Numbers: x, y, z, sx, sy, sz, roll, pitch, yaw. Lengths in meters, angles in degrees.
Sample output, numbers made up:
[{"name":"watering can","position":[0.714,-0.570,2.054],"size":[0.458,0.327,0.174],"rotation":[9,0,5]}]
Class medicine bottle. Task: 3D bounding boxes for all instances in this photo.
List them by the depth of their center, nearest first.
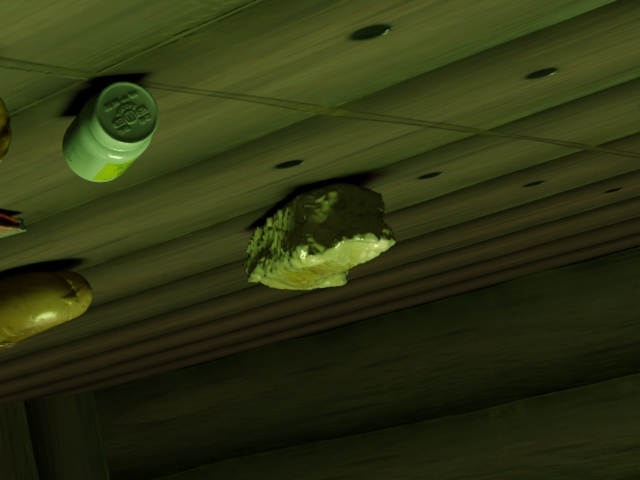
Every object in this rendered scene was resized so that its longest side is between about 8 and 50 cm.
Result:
[{"name":"medicine bottle","position":[-0.132,-0.068,0.837],"size":[0.047,0.047,0.083],"rotation":[-8,172,-25]}]

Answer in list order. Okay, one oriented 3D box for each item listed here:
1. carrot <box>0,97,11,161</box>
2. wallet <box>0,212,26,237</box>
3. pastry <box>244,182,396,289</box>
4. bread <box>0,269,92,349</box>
[{"name":"carrot","position":[-0.233,-0.042,0.756],"size":[0.082,0.082,0.173],"rotation":[-8,174,-29]},{"name":"wallet","position":[-0.358,0.005,1.111],"size":[0.197,0.020,0.103],"rotation":[-14,172,18]},{"name":"pastry","position":[-0.006,0.002,1.358],"size":[0.121,0.089,0.258],"rotation":[-15,171,-13]},{"name":"bread","position":[-0.328,0.074,1.435],"size":[0.189,0.077,0.114],"rotation":[-19,-171,36]}]
